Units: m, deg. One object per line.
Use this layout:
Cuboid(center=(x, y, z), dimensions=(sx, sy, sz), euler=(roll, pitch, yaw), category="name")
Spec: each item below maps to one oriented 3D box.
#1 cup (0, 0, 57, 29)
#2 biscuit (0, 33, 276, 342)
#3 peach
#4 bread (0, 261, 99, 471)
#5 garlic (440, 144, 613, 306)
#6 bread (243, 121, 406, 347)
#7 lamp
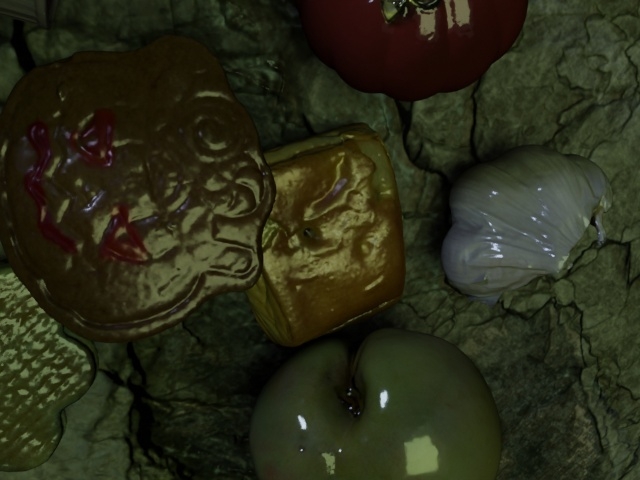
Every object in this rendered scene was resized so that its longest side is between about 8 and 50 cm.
Cuboid(center=(-0.314, -0.272, 0.414), dimensions=(0.273, 0.288, 0.208), euler=(7, 70, -23), category="cup")
Cuboid(center=(-0.174, -0.048, 0.555), dimensions=(0.257, 0.049, 0.273), euler=(-16, 93, -7), category="biscuit")
Cuboid(center=(0.066, 0.235, 0.696), dimensions=(0.292, 0.247, 0.292), euler=(-7, 132, -8), category="peach")
Cuboid(center=(-0.358, 0.161, 0.612), dimensions=(0.286, 0.056, 0.207), euler=(-36, 115, -6), category="bread")
Cuboid(center=(0.240, -0.040, 0.719), dimensions=(0.229, 0.178, 0.143), euler=(-37, 100, -11), category="garlic")
Cuboid(center=(0.000, 0.000, 0.671), dimensions=(0.210, 0.099, 0.235), euler=(-20, 114, -14), category="bread")
Cuboid(center=(0.086, -0.241, 0.564), dimensions=(0.226, 0.227, 0.227), euler=(-7, 111, -19), category="lamp")
